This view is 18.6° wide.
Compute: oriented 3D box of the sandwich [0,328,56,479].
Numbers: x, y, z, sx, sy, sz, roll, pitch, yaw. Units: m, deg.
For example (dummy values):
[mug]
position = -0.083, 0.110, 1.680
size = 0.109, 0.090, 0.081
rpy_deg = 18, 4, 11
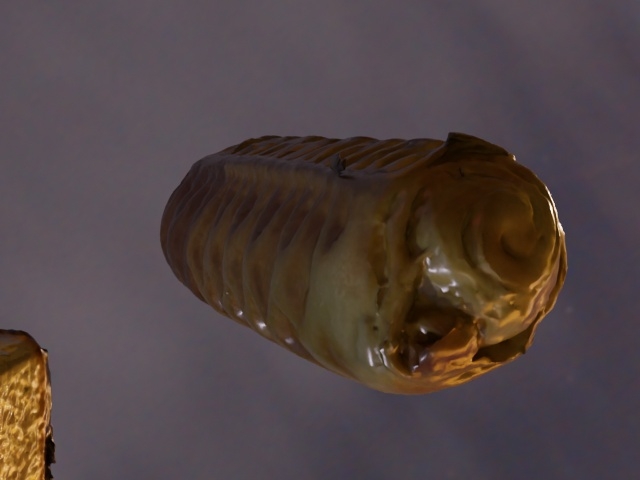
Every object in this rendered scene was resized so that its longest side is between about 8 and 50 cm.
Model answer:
[sandwich]
position = -0.193, 0.122, 0.825
size = 0.058, 0.162, 0.193
rpy_deg = -22, -61, -59

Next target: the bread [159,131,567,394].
[bread]
position = 0.001, 0.000, 0.730
size = 0.077, 0.367, 0.084
rpy_deg = 25, -92, -14
